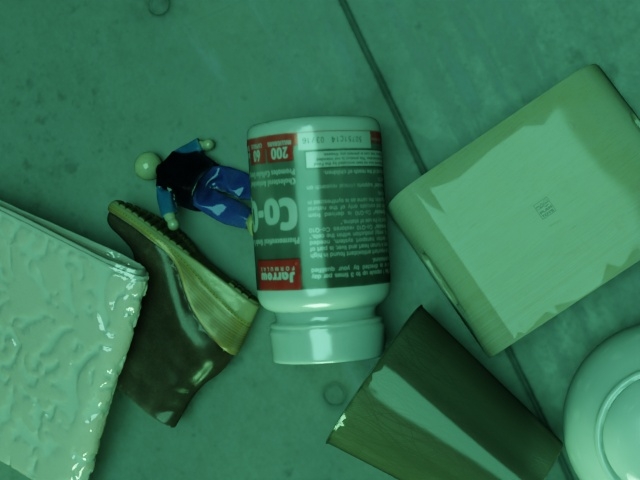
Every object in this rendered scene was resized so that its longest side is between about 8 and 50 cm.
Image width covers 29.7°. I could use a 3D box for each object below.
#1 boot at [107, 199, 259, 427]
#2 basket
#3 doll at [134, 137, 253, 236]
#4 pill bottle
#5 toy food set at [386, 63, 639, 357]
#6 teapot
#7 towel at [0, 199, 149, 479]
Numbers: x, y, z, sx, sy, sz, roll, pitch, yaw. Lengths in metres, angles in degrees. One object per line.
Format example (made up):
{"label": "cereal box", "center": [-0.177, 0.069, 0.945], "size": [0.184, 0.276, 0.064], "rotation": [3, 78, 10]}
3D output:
{"label": "boot", "center": [-0.222, 0.092, 1.539], "size": [0.248, 0.090, 0.207], "rotation": [39, 99, 8]}
{"label": "basket", "center": [0.154, 0.220, 1.409], "size": [0.227, 0.154, 0.204], "rotation": [34, 106, 9]}
{"label": "doll", "center": [-0.157, -0.067, 1.537], "size": [0.189, 0.046, 0.129], "rotation": [23, 78, 17]}
{"label": "pill bottle", "center": [0.000, 0.000, 1.437], "size": [0.161, 0.161, 0.283], "rotation": [-4, 90, 16]}
{"label": "toy food set", "center": [0.261, -0.035, 1.411], "size": [0.306, 0.092, 0.219], "rotation": [-35, 81, 6]}
{"label": "teapot", "center": [0.378, 0.213, 1.322], "size": [0.252, 0.187, 0.256], "rotation": [-19, 87, 16]}
{"label": "towel", "center": [-0.392, 0.127, 1.569], "size": [0.317, 0.053, 0.332], "rotation": [25, 109, 20]}
